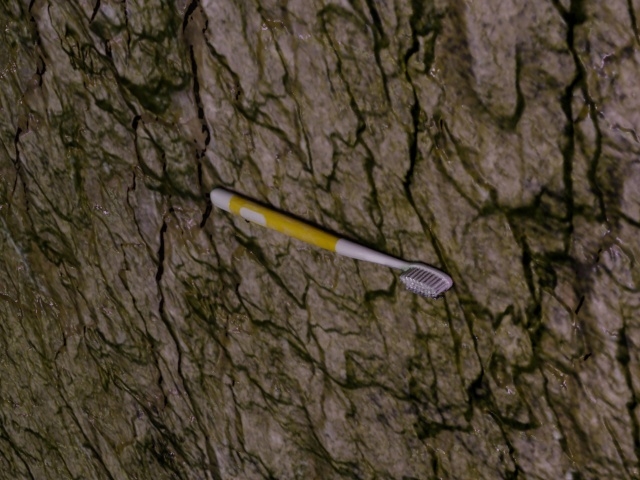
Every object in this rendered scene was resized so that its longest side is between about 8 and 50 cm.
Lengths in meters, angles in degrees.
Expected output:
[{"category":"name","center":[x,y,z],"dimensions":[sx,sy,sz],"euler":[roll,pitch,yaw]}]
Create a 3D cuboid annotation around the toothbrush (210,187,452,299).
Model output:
[{"category":"toothbrush","center":[0.000,0.000,1.441],"dimensions":[0.288,0.024,0.021],"euler":[21,129,36]}]
